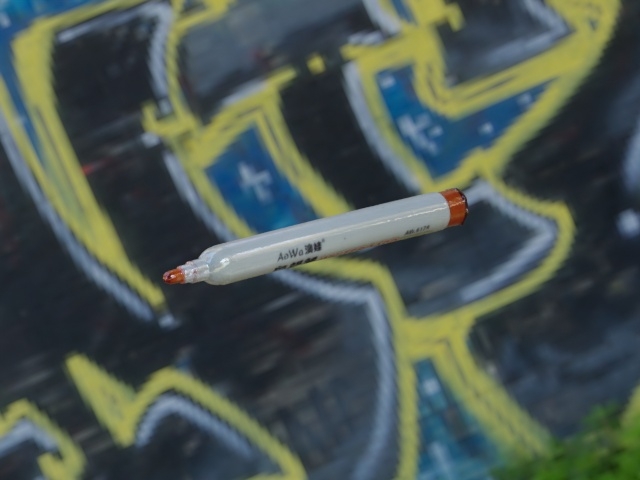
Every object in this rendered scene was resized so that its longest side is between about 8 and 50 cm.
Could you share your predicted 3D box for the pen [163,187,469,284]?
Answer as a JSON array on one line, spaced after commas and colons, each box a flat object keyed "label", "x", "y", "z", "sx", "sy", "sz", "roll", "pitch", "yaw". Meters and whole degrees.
[{"label": "pen", "x": 0.000, "y": 0.000, "z": 1.117, "sx": 0.218, "sy": 0.026, "sz": 0.026, "roll": -14, "pitch": -6, "yaw": -36}]
